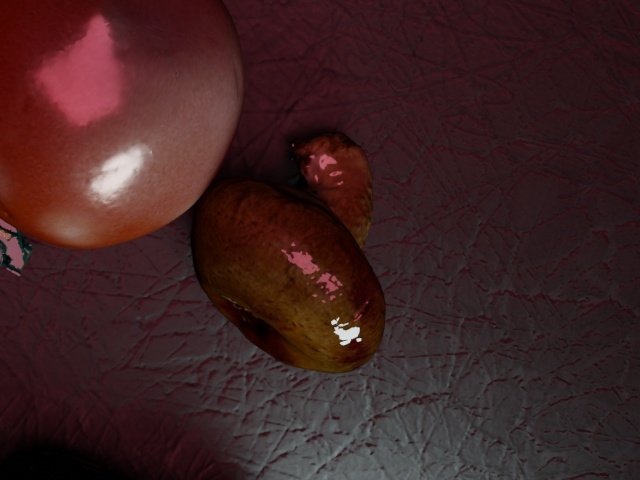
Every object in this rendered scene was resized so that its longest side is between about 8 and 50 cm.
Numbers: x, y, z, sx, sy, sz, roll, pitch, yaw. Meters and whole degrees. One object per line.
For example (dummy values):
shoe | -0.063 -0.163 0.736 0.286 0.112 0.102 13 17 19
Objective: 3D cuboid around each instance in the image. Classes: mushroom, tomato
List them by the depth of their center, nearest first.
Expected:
tomato | -0.225 -0.156 1.297 0.321 0.321 0.321 -3 104 -12
mushroom | -0.019 0.021 1.423 0.267 0.267 0.254 35 101 -17

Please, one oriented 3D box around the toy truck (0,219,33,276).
toy truck | -0.399 -0.051 1.407 0.216 0.110 0.116 33 82 -17

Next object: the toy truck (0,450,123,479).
toy truck | -0.233 0.402 1.510 0.405 0.180 0.254 18 97 -15
